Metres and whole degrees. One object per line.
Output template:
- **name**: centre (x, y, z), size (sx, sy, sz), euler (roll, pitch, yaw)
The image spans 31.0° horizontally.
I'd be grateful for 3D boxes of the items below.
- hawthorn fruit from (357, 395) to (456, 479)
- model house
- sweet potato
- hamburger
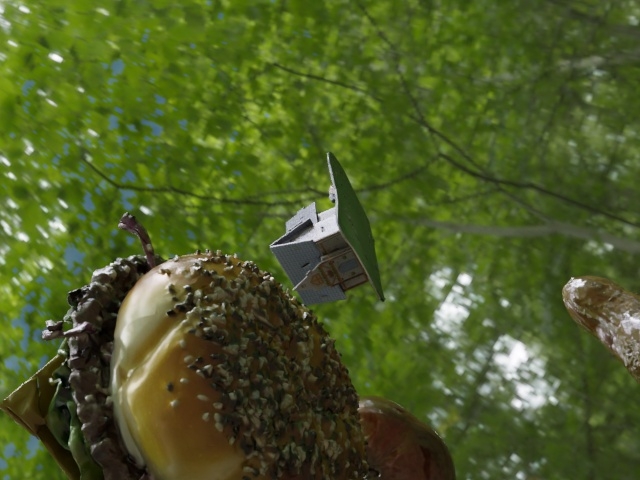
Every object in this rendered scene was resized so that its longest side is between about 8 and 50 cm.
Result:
- **hawthorn fruit**: centre (0.049, 0.291, 1.299), size (0.210, 0.210, 0.262), euler (-37, -20, -14)
- **model house**: centre (0.000, 0.000, 1.197), size (0.088, 0.167, 0.117), euler (-24, -56, 11)
- **sweet potato**: centre (0.366, 0.130, 1.130), size (0.095, 0.354, 0.106), euler (-11, -68, -31)
- **hamburger**: centre (-0.039, 0.081, 0.503), size (0.093, 0.164, 0.189), euler (-28, -69, 26)
